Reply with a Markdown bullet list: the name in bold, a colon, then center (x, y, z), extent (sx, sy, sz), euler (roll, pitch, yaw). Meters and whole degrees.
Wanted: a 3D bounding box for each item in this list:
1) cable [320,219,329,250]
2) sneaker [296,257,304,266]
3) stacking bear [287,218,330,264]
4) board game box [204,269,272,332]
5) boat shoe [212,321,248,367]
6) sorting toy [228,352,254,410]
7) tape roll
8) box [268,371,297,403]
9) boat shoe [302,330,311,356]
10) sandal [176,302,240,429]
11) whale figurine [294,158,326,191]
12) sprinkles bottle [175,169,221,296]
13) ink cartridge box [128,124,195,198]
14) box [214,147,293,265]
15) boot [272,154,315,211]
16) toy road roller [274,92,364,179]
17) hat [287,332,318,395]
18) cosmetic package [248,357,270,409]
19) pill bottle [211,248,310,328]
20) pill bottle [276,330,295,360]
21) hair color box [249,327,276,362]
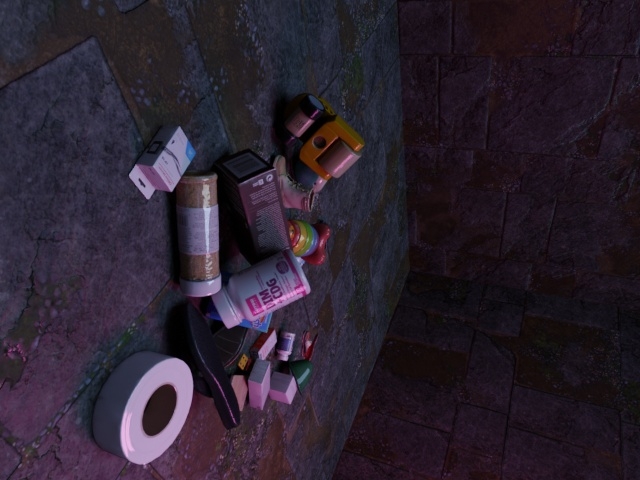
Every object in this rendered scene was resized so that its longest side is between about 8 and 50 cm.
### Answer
- **cable**: center (0.000, 0.000, 2.403), extent (0.150, 0.047, 0.184), euler (64, 38, -62)
- **sneaker**: center (-0.085, 0.049, 2.179), extent (0.190, 0.071, 0.082), euler (-51, 138, -50)
- **stacking bear**: center (-0.110, -0.016, 1.977), extent (0.289, 0.164, 0.175), euler (21, 79, -56)
- **board game box**: center (-0.260, 0.203, 1.648), extent (0.047, 0.210, 0.160), euler (151, -46, -71)
- **boat shoe**: center (-0.300, 0.317, 1.701), extent (0.307, 0.111, 0.104), euler (-57, -177, -16)
- **sorting toy**: center (-0.321, 0.552, 1.834), extent (0.132, 0.046, 0.274), euler (37, 65, -65)
- **tape roll**: center (-0.476, 0.451, 1.354), extent (0.286, 0.100, 0.286), euler (9, 90, -68)
- **box**: center (-0.168, 0.644, 2.166), extent (0.101, 0.102, 0.087), euler (78, 28, -43)
- **boat shoe**: center (-0.064, 0.512, 2.442), extent (0.049, 0.043, 0.137), euler (-18, 114, -63)
- **sandal**: center (-0.363, 0.405, 1.523), extent (0.167, 0.107, 0.445), euler (-110, -176, -70)
- **whale figurine**: center (-0.032, -0.330, 2.093), extent (0.216, 0.141, 0.272), euler (-54, -158, 42)
- **sprinkles bottle**: center (-0.353, -0.020, 1.431), extent (0.121, 0.121, 0.355), euler (-33, 128, -61)
- **ink cartridge box**: center (-0.411, -0.202, 1.300), extent (0.104, 0.060, 0.180), euler (68, 38, -53)
- **box**: center (-0.210, -0.084, 1.622), extent (0.143, 0.191, 0.381), euler (-28, 131, -20)
- **boot**: center (-0.102, -0.217, 1.898), extent (0.077, 0.165, 0.213), euler (-44, 139, -57)
- **toy road roller**: center (0.007, -0.422, 1.913), extent (0.329, 0.202, 0.240), euler (41, 29, -13)
- **hat**: center (-0.042, 0.578, 2.264), extent (0.173, 0.184, 0.208), euler (-143, -147, -71)
- **cosmetic package**: center (-0.239, 0.564, 1.936), extent (0.239, 0.061, 0.098), euler (97, 12, -48)
- **pill bottle**: center (-0.189, 0.154, 1.556), extent (0.283, 0.160, 0.160), euler (-26, 138, -8)
- **pill bottle**: center (-0.155, 0.461, 2.169), extent (0.067, 0.067, 0.120), euler (34, 68, -66)
- **hair color box**: center (-0.230, 0.426, 2.006), extent (0.141, 0.043, 0.072), euler (-52, 145, -51)
